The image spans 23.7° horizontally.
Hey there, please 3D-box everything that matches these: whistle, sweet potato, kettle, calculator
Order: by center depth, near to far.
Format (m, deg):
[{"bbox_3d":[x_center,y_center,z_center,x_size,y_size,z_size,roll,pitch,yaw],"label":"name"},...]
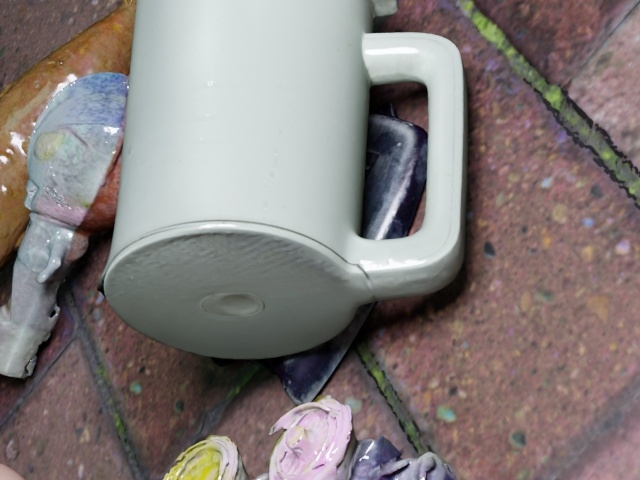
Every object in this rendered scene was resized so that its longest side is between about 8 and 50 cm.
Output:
[{"bbox_3d":[-0.032,-0.081,1.228,0.205,0.265,0.318,122,156,-52],"label":"kettle"},{"bbox_3d":[0.000,0.000,1.291,0.177,0.040,0.268,18,77,49],"label":"calculator"},{"bbox_3d":[-0.249,-0.025,1.524,0.142,0.134,0.346,35,105,48],"label":"whistle"},{"bbox_3d":[-0.290,-0.123,1.625,0.336,0.131,0.131,-53,37,-9],"label":"sweet potato"}]

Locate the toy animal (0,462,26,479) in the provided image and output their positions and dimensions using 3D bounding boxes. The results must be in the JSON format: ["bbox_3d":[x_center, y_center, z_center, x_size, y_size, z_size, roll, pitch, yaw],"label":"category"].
[{"bbox_3d":[-0.315,0.311,1.353,0.166,0.154,0.250,-21,54,16],"label":"toy animal"}]

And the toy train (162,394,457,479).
[{"bbox_3d":[-0.025,0.223,1.080,0.261,0.134,0.177,-25,35,38],"label":"toy train"}]
